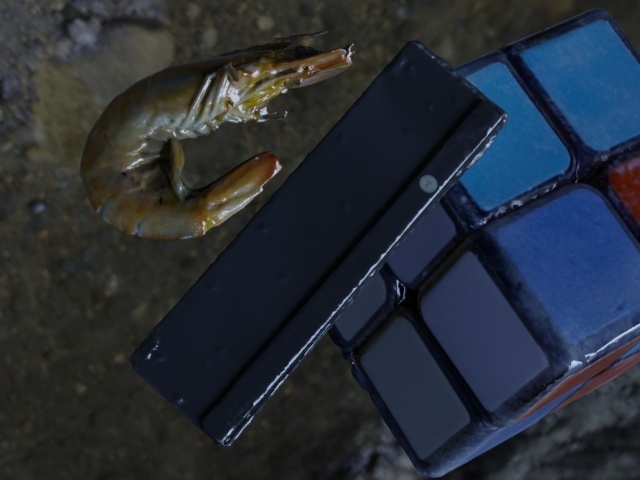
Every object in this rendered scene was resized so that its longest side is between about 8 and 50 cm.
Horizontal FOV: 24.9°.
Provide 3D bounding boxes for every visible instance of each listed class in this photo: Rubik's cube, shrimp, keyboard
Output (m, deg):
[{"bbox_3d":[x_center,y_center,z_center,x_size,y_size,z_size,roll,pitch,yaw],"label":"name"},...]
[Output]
[{"bbox_3d":[0.197,0.004,1.463,0.318,0.316,0.313,-25,164,-32],"label":"Rubik's cube"},{"bbox_3d":[-0.053,-0.055,0.748,0.162,0.095,0.045,-20,142,15],"label":"shrimp"},{"bbox_3d":[0.000,0.000,0.762,0.231,0.072,0.023,-49,170,-4],"label":"keyboard"}]
